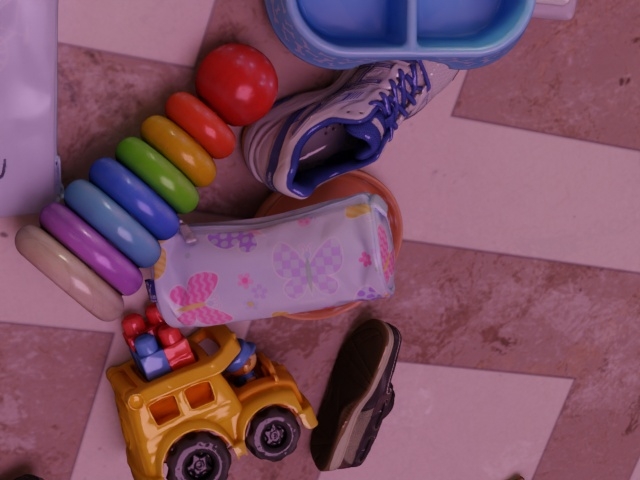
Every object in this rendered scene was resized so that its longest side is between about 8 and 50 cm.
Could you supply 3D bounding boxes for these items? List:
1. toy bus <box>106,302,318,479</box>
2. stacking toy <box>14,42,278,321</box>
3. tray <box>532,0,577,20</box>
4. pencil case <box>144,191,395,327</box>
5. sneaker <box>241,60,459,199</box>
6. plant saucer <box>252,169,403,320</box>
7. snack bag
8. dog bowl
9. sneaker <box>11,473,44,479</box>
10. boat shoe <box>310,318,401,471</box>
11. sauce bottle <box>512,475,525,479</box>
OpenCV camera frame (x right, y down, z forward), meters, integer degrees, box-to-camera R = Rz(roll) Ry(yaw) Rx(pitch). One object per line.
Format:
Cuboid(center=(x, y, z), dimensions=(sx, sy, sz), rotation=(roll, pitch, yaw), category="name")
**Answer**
Cuboid(center=(-0.139, 0.164, 1.883), dimensions=(0.220, 0.149, 0.212), rotation=(-22, 108, -15), category="toy bus")
Cuboid(center=(-0.172, -0.078, 1.728), dimensions=(0.330, 0.141, 0.141), rotation=(-50, 126, -6), category="stacking toy")
Cuboid(center=(0.195, -0.321, 1.820), dimensions=(0.270, 0.030, 0.145), rotation=(1, 117, -25), category="tray")
Cuboid(center=(-0.052, 0.021, 1.787), dimensions=(0.273, 0.113, 0.124), rotation=(-8, 97, 11), category="pencil case")
Cuboid(center=(0.060, -0.140, 1.798), dimensions=(0.296, 0.131, 0.112), rotation=(-36, 124, -4), category="sneaker")
Cuboid(center=(0.000, 0.000, 1.905), dimensions=(0.200, 0.037, 0.200), rotation=(-11, 121, -18), category="plant saucer")
Cuboid(center=(-0.420, -0.153, 1.628), dimensions=(0.342, 0.037, 0.323), rotation=(-9, 121, -24), category="snack bag")
Cuboid(center=(0.091, -0.264, 1.717), dimensions=(0.297, 0.074, 0.166), rotation=(-1, 97, -7), category="dog bowl")
Cuboid(center=(-0.435, 0.347, 1.860), dimensions=(0.267, 0.101, 0.106), rotation=(-35, 123, -4), category="sneaker")
Cuboid(center=(0.055, 0.193, 2.017), dimensions=(0.073, 0.080, 0.224), rotation=(5, 120, -33), category="boat shoe")
Cuboid(center=(0.235, 0.374, 2.219), dimensions=(0.128, 0.042, 0.042), rotation=(-35, 126, 0), category="sauce bottle")
